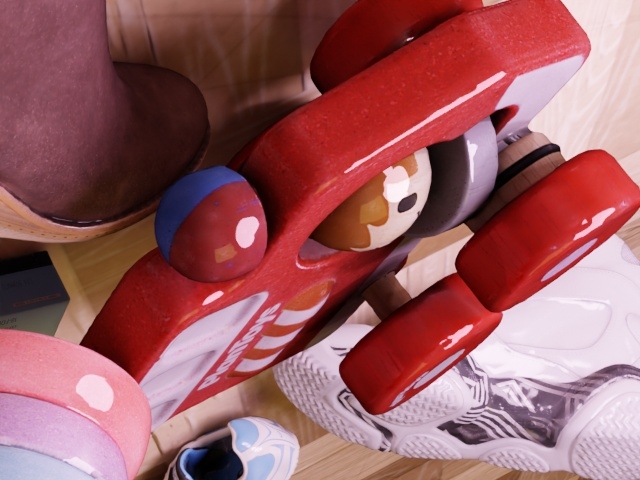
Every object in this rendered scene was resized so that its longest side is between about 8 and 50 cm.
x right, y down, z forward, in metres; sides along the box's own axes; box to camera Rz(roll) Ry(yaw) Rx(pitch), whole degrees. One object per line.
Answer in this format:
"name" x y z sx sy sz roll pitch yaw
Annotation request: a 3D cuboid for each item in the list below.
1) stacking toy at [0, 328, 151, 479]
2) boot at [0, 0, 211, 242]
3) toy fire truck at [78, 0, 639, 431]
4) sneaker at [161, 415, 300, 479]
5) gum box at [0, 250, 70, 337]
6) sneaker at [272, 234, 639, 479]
"stacking toy" -0.251 0.130 0.589 0.309 0.130 0.279 22 137 -22
"boot" -0.106 -0.093 0.528 0.248 0.090 0.207 -15 147 -48
"toy fire truck" 0.000 0.000 0.662 0.254 0.169 0.302 -26 164 -42
"sneaker" -0.121 0.229 1.172 0.086 0.085 0.237 29 125 -34
"gum box" -0.250 0.088 0.770 0.157 0.041 0.184 -13 152 -36
"sneaker" 0.146 0.079 1.115 0.366 0.210 0.137 10 146 -5
